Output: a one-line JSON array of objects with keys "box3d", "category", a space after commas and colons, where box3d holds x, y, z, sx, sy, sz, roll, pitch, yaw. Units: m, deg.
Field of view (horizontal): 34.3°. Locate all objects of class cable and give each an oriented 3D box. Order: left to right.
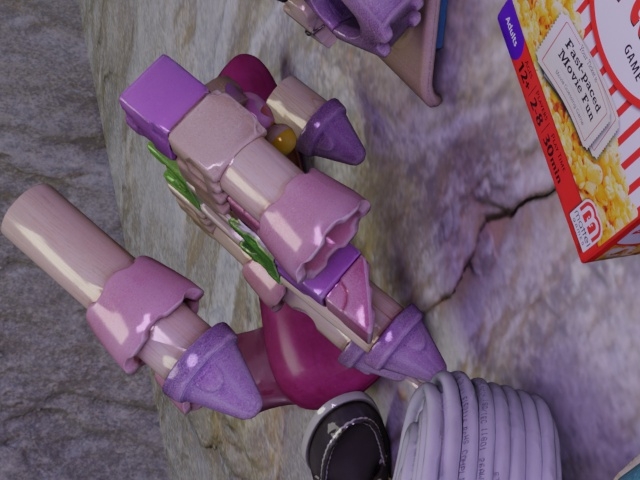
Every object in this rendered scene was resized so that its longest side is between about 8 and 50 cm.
[{"box3d": [0.076, 0.208, 0.610, 0.257, 0.089, 0.257, -62, -17, -75], "category": "cable"}]

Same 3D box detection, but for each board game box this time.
[{"box3d": [0.152, -0.094, 0.453, 0.193, 0.045, 0.147, 120, 138, -63], "category": "board game box"}]

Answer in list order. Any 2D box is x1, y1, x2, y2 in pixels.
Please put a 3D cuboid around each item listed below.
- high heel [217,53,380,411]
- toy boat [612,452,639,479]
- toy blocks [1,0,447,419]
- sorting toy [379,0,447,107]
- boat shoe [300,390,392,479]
[{"box3d": [-0.017, -0.026, 1.000, 0.181, 0.127, 0.377, -20, 73, 43], "category": "high heel"}, {"box3d": [0.175, 0.217, 0.355, 0.267, 0.148, 0.318, 112, 145, -58], "category": "toy boat"}, {"box3d": [0.000, 0.000, 0.728, 0.260, 0.309, 0.288, 39, 169, 12], "category": "toy blocks"}, {"box3d": [0.051, -0.224, 0.741, 0.193, 0.038, 0.208, -122, 24, -53], "category": "sorting toy"}, {"box3d": [0.031, 0.228, 0.945, 0.228, 0.081, 0.069, 88, 160, -44], "category": "boat shoe"}]
